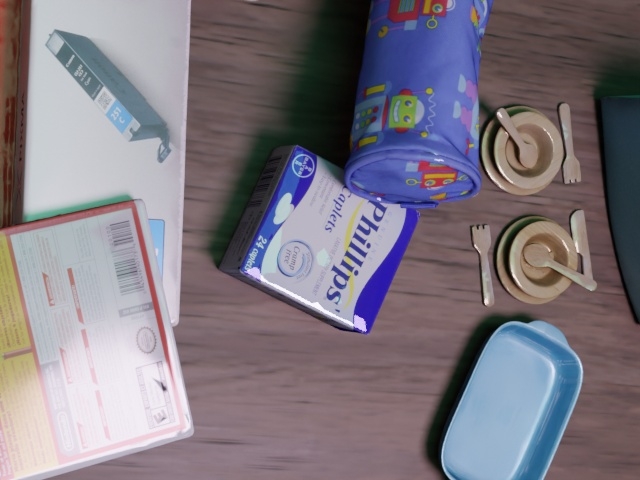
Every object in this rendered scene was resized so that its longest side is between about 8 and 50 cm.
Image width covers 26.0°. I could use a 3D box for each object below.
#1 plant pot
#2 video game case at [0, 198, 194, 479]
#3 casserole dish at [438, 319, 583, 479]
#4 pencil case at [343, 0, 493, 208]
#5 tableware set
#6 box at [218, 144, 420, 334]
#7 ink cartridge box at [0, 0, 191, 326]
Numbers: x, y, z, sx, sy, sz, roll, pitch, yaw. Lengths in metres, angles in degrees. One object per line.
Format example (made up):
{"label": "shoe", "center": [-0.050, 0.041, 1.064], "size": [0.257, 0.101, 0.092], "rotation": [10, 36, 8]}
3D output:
{"label": "plant pot", "center": [0.382, -0.023, 1.343], "size": [0.165, 0.165, 0.234], "rotation": [-3, 98, -20]}
{"label": "video game case", "center": [-0.256, 0.094, 1.102], "size": [0.285, 0.025, 0.204], "rotation": [-14, 95, -23]}
{"label": "casserole dish", "center": [0.177, 0.165, 1.326], "size": [0.114, 0.037, 0.188], "rotation": [28, 79, -17]}
{"label": "pencil case", "center": [0.097, -0.174, 1.226], "size": [0.119, 0.133, 0.306], "rotation": [1, 66, 18]}
{"label": "tableware set", "center": [0.208, -0.035, 1.339], "size": [0.128, 0.039, 0.194], "rotation": [-9, 92, -20]}
{"label": "box", "center": [0.000, 0.000, 1.245], "size": [0.137, 0.072, 0.126], "rotation": [27, 81, -18]}
{"label": "ink cartridge box", "center": [-0.245, -0.077, 1.160], "size": [0.261, 0.066, 0.296], "rotation": [2, 88, -21]}
